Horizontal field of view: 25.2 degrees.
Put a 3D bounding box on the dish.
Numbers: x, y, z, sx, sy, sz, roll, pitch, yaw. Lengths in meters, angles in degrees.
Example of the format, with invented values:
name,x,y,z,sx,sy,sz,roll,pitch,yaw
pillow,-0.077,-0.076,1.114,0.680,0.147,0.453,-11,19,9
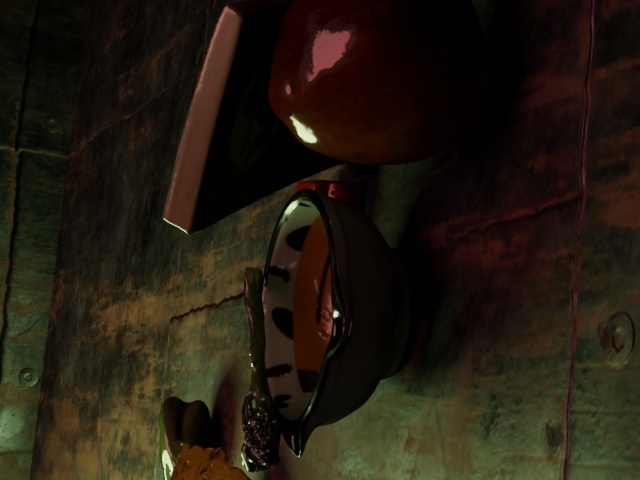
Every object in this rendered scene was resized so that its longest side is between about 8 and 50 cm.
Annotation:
name,x,y,z,sx,sy,sz,roll,pitch,yaw
dish,0.023,0.084,1.612,0.303,0.120,0.303,-175,90,-71

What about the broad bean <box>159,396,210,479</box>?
name,x,y,z,sx,sy,sz,roll,pitch,yaw
broad bean,-0.213,0.345,2.193,0.153,0.072,0.206,-23,-64,-81

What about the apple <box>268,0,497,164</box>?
name,x,y,z,sx,sy,sz,roll,pitch,yaw
apple,0.062,-0.191,1.467,0.234,0.234,0.234,-172,90,-70

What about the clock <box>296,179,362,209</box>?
name,x,y,z,sx,sy,sz,roll,pitch,yaw
clock,0.000,0.000,1.802,0.113,0.061,0.155,-171,87,-69

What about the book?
name,x,y,z,sx,sy,sz,roll,pitch,yaw
book,-0.035,-0.168,1.640,0.371,0.043,0.260,-26,-41,-58

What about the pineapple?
name,x,y,z,sx,sy,sz,roll,pitch,yaw
pineapple,-0.124,0.408,1.948,0.249,0.140,0.164,-82,-27,-49

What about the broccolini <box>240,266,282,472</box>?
name,x,y,z,sx,sy,sz,roll,pitch,yaw
broccolini,-0.080,0.142,1.636,0.071,0.057,0.254,-22,58,21
